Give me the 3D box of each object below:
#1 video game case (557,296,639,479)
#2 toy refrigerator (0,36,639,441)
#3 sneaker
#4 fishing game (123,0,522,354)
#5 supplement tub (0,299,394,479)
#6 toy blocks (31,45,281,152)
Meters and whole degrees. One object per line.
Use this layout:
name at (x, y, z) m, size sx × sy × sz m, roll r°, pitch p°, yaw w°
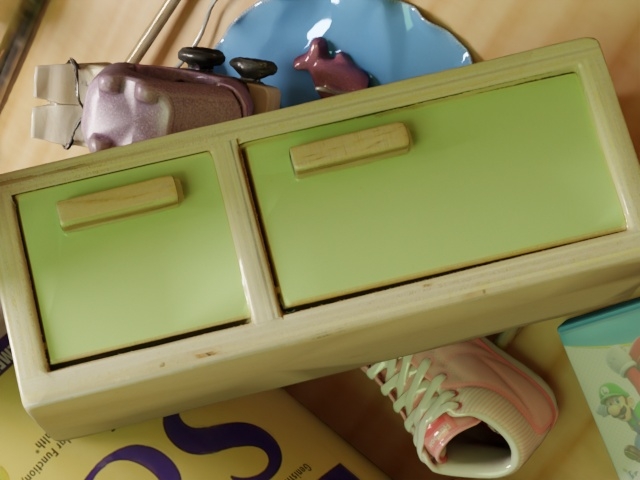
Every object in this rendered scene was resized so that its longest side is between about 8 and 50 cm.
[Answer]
video game case at (0.196, 0.100, 0.732) m, size 0.119 × 0.015 × 0.166 m, roll -21°, pitch 94°, yaw 33°
toy refrigerator at (0.000, 0.000, 0.668) m, size 0.269 × 0.094 × 0.102 m, roll -13°, pitch 74°, yaw -4°
sneaker at (0.050, 0.067, 0.749) m, size 0.134 × 0.070 × 0.051 m, roll 32°, pitch 121°, yaw 6°
fishing game at (0.002, -0.037, 0.786) m, size 0.264 × 0.041 × 0.189 m, roll 45°, pitch 119°, yaw 10°
supplement tub at (-0.069, 0.187, 0.778) m, size 0.331 × 0.241 × 0.241 m, roll 38°, pitch 120°, yaw 14°
toy blocks at (-0.178, -0.188, 0.687) m, size 0.288 × 0.260 × 0.309 m, roll 13°, pitch 104°, yaw 25°
